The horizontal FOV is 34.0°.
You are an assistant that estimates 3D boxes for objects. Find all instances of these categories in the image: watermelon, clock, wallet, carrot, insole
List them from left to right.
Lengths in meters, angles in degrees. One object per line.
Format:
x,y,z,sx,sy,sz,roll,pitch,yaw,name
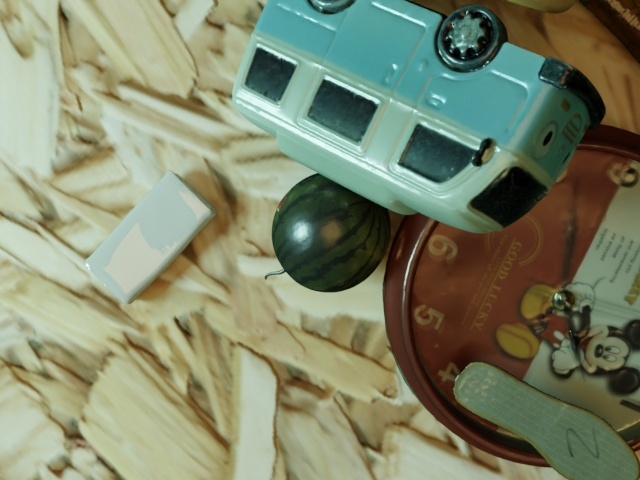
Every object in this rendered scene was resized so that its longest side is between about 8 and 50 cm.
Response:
-0.158,-0.002,0.972,0.061,0.025,0.122,43,97,-4,wallet
0.000,0.000,0.928,0.133,0.105,0.105,-39,93,22,watermelon
0.200,0.164,0.913,0.188,0.004,0.064,31,99,-5,insole
0.214,0.052,0.933,0.318,0.080,0.318,0,101,1,clock
0.260,-0.204,0.925,0.170,0.042,0.042,42,96,0,carrot

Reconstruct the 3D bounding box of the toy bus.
0.070,-0.110,0.840,0.271,0.133,0.165,29,93,27,toy bus

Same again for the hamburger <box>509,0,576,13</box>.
0.103,-0.292,0.806,0.300,0.300,0.176,18,110,1,hamburger
